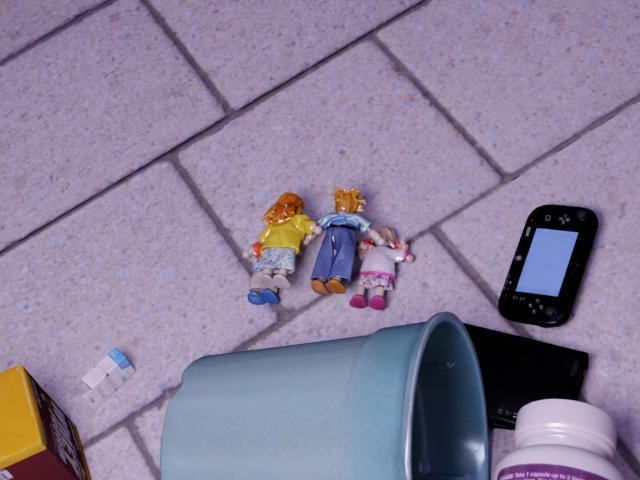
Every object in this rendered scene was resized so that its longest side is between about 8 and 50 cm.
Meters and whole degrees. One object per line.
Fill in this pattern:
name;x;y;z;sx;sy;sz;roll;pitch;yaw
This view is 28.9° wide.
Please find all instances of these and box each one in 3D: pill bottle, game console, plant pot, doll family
pill bottle;0.279;0.350;1.476;0.169;0.169;0.302;3;58;17
game console;0.280;0.096;1.726;0.213;0.044;0.361;12;60;22
plant pot;0.006;0.262;1.530;0.334;0.341;0.341;-3;55;22
doll family;0.000;0.000;1.818;0.262;0.118;0.163;2;57;16

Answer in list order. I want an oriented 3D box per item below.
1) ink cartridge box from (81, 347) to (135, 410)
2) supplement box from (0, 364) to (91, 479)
ink cartridge box;-0.314;0.202;1.806;0.083;0.048;0.028;-43;57;-16
supplement box;-0.438;0.300;1.682;0.191;0.194;0.129;-24;54;-2
